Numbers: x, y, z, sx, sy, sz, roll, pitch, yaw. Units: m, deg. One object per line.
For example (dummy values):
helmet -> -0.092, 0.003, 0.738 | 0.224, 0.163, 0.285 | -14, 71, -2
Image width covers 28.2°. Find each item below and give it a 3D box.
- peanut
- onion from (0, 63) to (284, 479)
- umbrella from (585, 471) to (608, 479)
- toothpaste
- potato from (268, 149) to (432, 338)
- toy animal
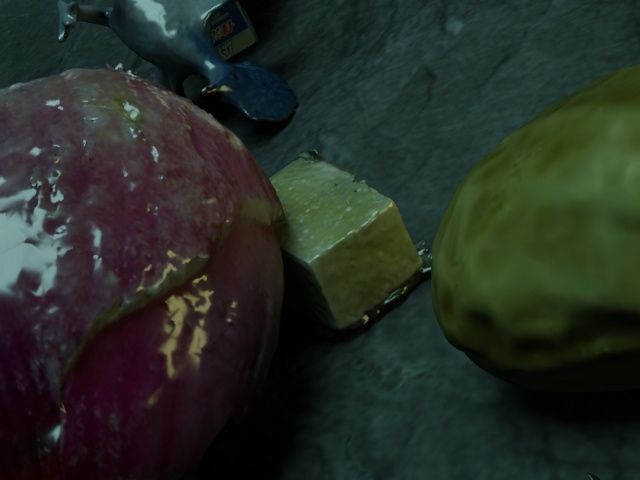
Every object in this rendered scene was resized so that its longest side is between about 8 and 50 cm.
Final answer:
peanut -> 0.162, 0.003, 0.490 | 0.147, 0.147, 0.305 | -46, 32, -24
onion -> -0.149, 0.051, 0.629 | 0.267, 0.159, 0.349 | -35, 39, 12
umbrella -> 0.078, 0.113, 0.516 | 0.083, 0.031, 0.020 | -22, -2, 15
toothpaste -> -0.132, -0.224, 1.220 | 0.066, 0.053, 0.272 | -31, 28, -6
potato -> 0.001, 0.001, 0.730 | 0.086, 0.061, 0.122 | -39, 30, -15
toy animal -> -0.122, -0.167, 1.019 | 0.239, 0.176, 0.255 | -60, 27, 26
